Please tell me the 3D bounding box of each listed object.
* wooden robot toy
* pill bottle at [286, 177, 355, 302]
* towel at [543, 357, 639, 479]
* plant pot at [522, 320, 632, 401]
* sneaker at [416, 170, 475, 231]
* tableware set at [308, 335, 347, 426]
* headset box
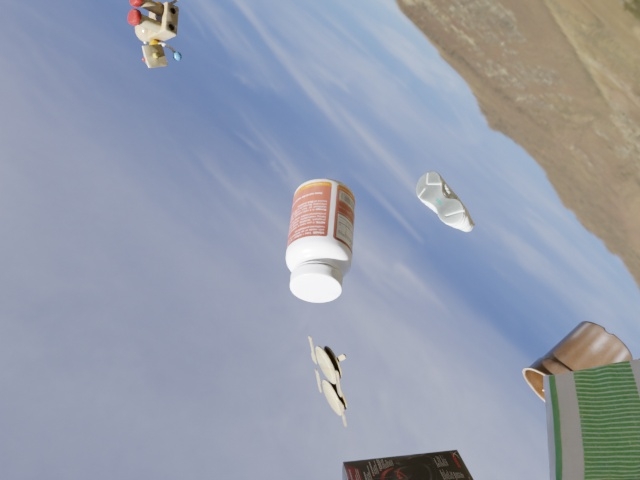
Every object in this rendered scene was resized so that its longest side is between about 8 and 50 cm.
[{"bbox_3d":[-0.235,-0.305,0.872,0.076,0.079,0.173,12,-103,-42],"label":"wooden robot toy"},{"bbox_3d":[0.000,0.000,1.175,0.121,0.121,0.216,32,-134,-29],"label":"pill bottle"},{"bbox_3d":[0.445,0.219,0.795,0.038,0.325,0.248,58,-152,-21],"label":"towel"},{"bbox_3d":[0.535,0.264,1.312,0.167,0.165,0.167,43,168,12],"label":"plant pot"},{"bbox_3d":[0.216,-0.065,1.115,0.061,0.054,0.152,34,-159,-39],"label":"sneaker"},{"bbox_3d":[0.030,0.298,1.382,0.128,0.039,0.194,46,154,46],"label":"tableware set"},{"bbox_3d":[0.176,0.554,1.323,0.293,0.110,0.218,-4,-163,-7],"label":"headset box"}]
